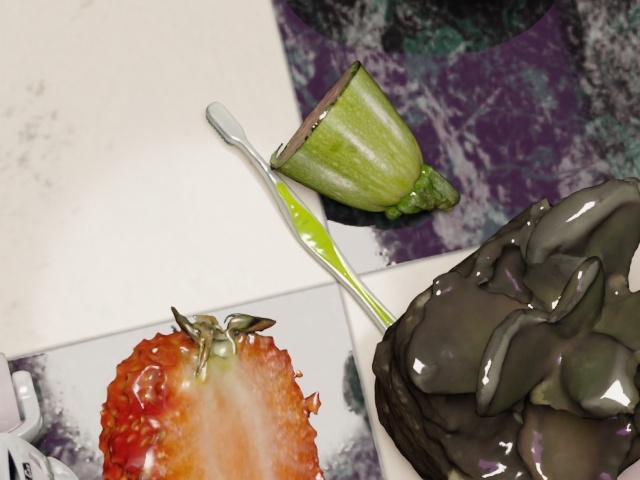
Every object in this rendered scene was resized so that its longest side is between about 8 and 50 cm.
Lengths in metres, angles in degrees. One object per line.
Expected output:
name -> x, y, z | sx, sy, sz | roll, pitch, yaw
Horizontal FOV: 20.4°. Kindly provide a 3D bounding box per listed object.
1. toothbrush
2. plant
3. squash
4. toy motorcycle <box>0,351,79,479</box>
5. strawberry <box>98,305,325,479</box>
toothbrush -> 0.000, 0.000, 1.327 | 0.022, 0.026, 0.263 | -39, 87, -18
plant -> 0.152, 0.087, 1.196 | 0.199, 0.276, 0.188 | -38, 86, -20
squash -> 0.043, -0.052, 1.310 | 0.132, 0.105, 0.105 | 40, 81, -9
toy motorcycle -> -0.215, 0.198, 1.240 | 0.112, 0.112, 0.254 | -13, 81, -6
strawberry -> -0.089, 0.169, 1.266 | 0.175, 0.107, 0.236 | 11, 81, -40
